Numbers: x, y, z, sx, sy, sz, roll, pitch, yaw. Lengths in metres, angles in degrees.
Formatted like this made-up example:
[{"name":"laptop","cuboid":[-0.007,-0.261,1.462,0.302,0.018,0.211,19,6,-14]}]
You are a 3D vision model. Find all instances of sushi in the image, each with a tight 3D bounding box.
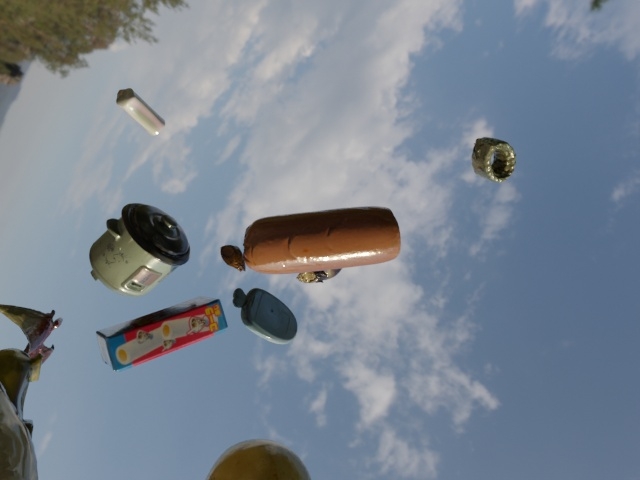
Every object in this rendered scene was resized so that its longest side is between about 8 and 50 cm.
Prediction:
[{"name":"sushi","cuboid":[-0.230,0.043,1.214,0.050,0.047,0.099,-45,-119,17]}]

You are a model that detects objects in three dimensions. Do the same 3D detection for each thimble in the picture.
[{"name":"thimble","cuboid":[0.389,-0.185,1.033,0.084,0.110,0.062,-46,-146,-1]}]

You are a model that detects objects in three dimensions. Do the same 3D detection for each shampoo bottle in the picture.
[{"name":"shampoo bottle","cuboid":[-0.363,-0.261,0.914,0.043,0.099,0.072,-45,-141,-2]}]

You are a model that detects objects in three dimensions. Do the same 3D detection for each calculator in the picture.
[{"name":"calculator","cuboid":[-0.207,0.280,1.729,0.042,0.303,0.188,-32,-148,35]}]

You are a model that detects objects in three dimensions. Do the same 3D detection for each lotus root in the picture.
[{"name":"lotus root","cuboid":[0.035,0.026,1.578,0.142,0.169,0.314,24,-124,12]}]

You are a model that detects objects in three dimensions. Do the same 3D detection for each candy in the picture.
[{"name":"candy","cuboid":[-0.427,0.243,1.234,0.157,0.306,0.100,-3,-77,56]}]

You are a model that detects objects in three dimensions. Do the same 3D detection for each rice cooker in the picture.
[{"name":"rice cooker","cuboid":[-0.589,0.027,1.516,0.316,0.317,0.264,-45,-135,18]}]

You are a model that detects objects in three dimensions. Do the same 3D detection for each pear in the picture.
[{"name":"pear","cuboid":[-0.182,0.754,1.315,0.349,0.348,0.348,-28,-133,35]}]

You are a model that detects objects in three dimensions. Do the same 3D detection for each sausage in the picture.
[{"name":"sausage","cuboid":[-0.001,0.000,0.906,0.305,0.121,0.121,-5,-128,-1]}]

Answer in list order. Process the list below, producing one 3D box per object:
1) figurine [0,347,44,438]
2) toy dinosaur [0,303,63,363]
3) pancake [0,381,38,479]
[{"name":"figurine","cuboid":[-0.614,0.235,0.697,0.169,0.327,0.218,-30,-124,34]},{"name":"toy dinosaur","cuboid":[-0.722,0.243,1.094,0.206,0.113,0.327,-60,-172,-19]},{"name":"pancake","cuboid":[-0.344,0.296,0.396,0.387,0.082,0.386,-12,-108,41]}]
